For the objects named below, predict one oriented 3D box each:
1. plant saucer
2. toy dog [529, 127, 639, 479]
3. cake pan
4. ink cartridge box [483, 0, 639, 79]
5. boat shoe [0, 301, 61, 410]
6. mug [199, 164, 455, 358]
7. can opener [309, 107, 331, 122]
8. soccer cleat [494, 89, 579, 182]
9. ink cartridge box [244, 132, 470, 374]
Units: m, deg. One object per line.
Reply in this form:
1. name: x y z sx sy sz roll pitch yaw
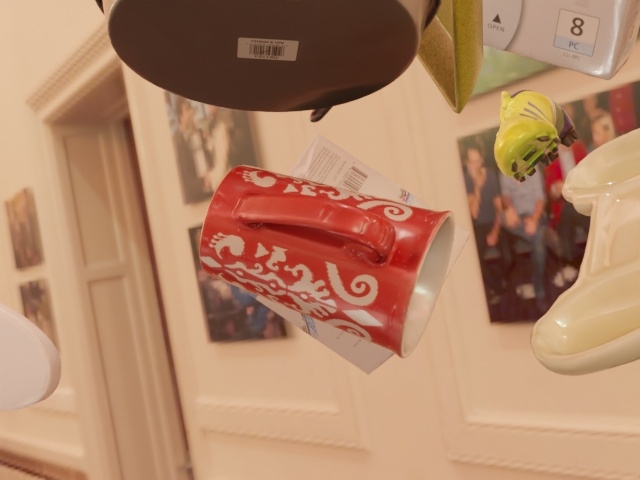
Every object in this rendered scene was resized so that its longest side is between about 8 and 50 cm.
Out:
1. plant saucer: 0.103 -0.245 0.981 0.045 0.188 0.188 -25 -30 -5
2. toy dog: 0.424 0.090 0.841 0.395 0.408 0.284 -28 25 28
3. cake pan: -0.044 -0.183 0.850 0.293 0.054 0.293 1 -18 0
4. ink cartridge box: 0.244 -0.409 1.209 0.308 0.385 0.091 22 42 25
5. boat shoe: -0.376 0.097 1.071 0.301 0.108 0.102 10 5 24
6. mug: 0.004 -0.005 0.770 0.169 0.150 0.113 18 48 17
7. can opener: 0.033 -0.228 1.305 0.059 0.186 0.073 33 -13 -25
8. soccer cleat: 0.280 -0.156 1.442 0.093 0.121 0.289 -45 -10 24
9. ink cartridge box: 0.031 0.022 1.300 0.171 0.233 0.168 -56 0 -28
